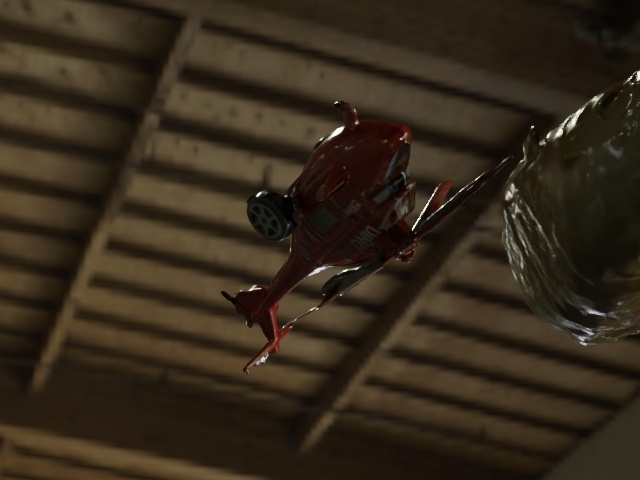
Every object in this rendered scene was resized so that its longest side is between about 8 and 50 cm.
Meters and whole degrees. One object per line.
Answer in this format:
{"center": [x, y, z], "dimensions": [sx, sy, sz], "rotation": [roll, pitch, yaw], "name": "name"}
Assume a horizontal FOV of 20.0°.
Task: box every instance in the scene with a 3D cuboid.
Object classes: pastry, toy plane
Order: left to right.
{"center": [0.005, -0.005, 0.904], "dimensions": [0.077, 0.126, 0.194], "rotation": [47, -17, 3], "name": "toy plane"}
{"center": [0.167, -0.026, 0.792], "dimensions": [0.182, 0.093, 0.192], "rotation": [-25, -15, 1], "name": "pastry"}
